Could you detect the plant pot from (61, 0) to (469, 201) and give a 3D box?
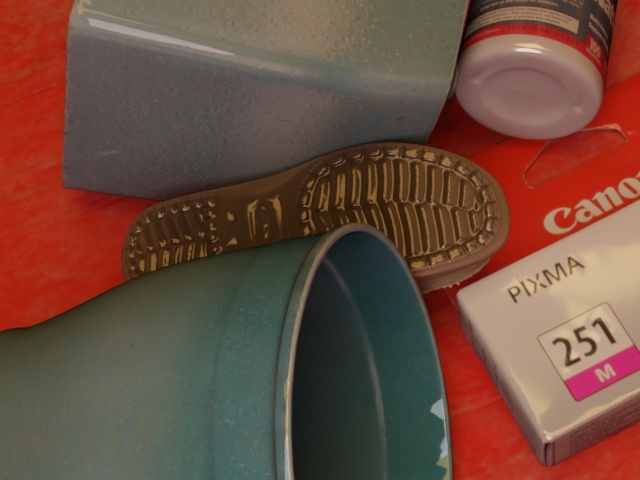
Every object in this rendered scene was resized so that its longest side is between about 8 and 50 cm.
[{"bbox_3d":[-0.027,-0.162,1.266,0.252,0.247,0.248,14,65,-2],"label":"plant pot"}]

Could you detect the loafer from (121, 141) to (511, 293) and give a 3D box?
[{"bbox_3d":[0.000,0.000,1.244,0.268,0.092,0.102,-6,70,13],"label":"loafer"}]

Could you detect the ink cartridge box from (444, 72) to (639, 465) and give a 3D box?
[{"bbox_3d":[0.217,-0.009,1.247,0.275,0.060,0.239,-27,63,-6],"label":"ink cartridge box"}]

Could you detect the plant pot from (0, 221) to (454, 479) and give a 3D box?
[{"bbox_3d":[-0.081,0.137,1.114,0.255,0.271,0.271,-7,61,22],"label":"plant pot"}]

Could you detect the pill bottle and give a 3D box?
[{"bbox_3d":[0.162,-0.174,1.308,0.108,0.108,0.180,6,58,12],"label":"pill bottle"}]
